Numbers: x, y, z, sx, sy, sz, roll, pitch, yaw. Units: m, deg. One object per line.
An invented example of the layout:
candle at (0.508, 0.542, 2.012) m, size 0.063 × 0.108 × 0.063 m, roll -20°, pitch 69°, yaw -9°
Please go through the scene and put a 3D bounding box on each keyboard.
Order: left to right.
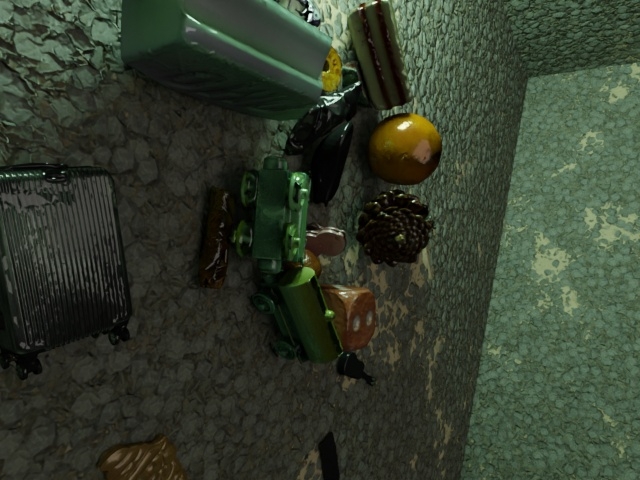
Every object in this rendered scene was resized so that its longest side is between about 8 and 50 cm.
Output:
keyboard at (0.030, 0.728, 1.467) m, size 0.074 × 0.015 × 0.196 m, roll -25°, pitch 113°, yaw -45°

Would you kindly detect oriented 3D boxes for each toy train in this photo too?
toy train at (-0.106, -0.058, 1.063) m, size 0.188 × 0.159 × 0.271 m, roll 6°, pitch 89°, yaw -82°
toy train at (-0.057, 0.203, 1.148) m, size 0.126 × 0.190 × 0.307 m, roll -41°, pitch 123°, yaw -39°

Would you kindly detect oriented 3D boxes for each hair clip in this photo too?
hair clip at (-0.006, 0.008, 1.241) m, size 0.102 × 0.138 × 0.123 m, roll -49°, pitch 137°, yaw -31°

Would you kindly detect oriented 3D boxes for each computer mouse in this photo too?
computer mouse at (0.023, -0.217, 1.271) m, size 0.147 × 0.088 × 0.264 m, roll -52°, pitch 157°, yaw -61°

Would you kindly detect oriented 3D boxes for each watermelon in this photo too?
watermelon at (0.105, -0.493, 1.395) m, size 0.187 × 0.071 × 0.139 m, roll 44°, pitch 41°, yaw -59°

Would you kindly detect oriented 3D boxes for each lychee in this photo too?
lychee at (-0.046, 0.088, 1.225) m, size 0.101 × 0.114 × 0.140 m, roll -41°, pitch 111°, yaw -34°

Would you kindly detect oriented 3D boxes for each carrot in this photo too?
carrot at (-0.232, -0.007, 1.001) m, size 0.069 × 0.069 × 0.228 m, roll 12°, pitch 83°, yaw -53°

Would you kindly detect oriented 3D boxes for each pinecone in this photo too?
pinecone at (0.250, -0.052, 1.487) m, size 0.264 × 0.264 × 0.264 m, roll -8°, pitch 100°, yaw -52°

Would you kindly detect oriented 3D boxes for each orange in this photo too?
orange at (0.278, -0.299, 1.489) m, size 0.246 × 0.246 × 0.246 m, roll -8°, pitch 100°, yaw -52°

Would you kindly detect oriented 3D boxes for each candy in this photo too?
candy at (0.190, -0.579, 1.394) m, size 0.179 × 0.135 × 0.320 m, roll -77°, pitch 151°, yaw -53°

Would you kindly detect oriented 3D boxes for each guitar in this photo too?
guitar at (0.141, 0.463, 1.562) m, size 0.271 × 0.038 × 0.083 m, roll 46°, pitch 60°, yaw -45°

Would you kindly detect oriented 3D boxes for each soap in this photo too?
soap at (-0.159, -0.365, 0.893) m, size 0.446 × 0.261 × 0.156 m, roll 0°, pitch 93°, yaw -54°

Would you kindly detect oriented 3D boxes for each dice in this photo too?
dice at (0.058, 0.222, 1.316) m, size 0.179 × 0.174 × 0.174 m, roll 6°, pitch 88°, yaw -52°

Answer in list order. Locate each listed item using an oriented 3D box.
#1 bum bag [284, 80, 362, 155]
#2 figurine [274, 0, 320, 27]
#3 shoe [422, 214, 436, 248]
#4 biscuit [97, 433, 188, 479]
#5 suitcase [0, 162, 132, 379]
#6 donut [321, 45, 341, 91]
bum bag at (0.013, -0.349, 1.244) m, size 0.340 × 0.095 × 0.144 m, roll -42°, pitch 165°, yaw -41°
figurine at (-0.105, -0.554, 1.071) m, size 0.222 × 0.145 × 0.145 m, roll -10°, pitch 102°, yaw -41°
shoe at (0.392, -0.040, 1.748) m, size 0.293 × 0.149 × 0.109 m, roll 39°, pitch 62°, yaw -46°
biscuit at (-0.354, 0.489, 0.925) m, size 0.162 × 0.035 × 0.250 m, roll -60°, pitch 138°, yaw -23°
suitcase at (-0.418, 0.035, 0.706) m, size 0.202 × 0.128 × 0.312 m, roll -15°, pitch 105°, yaw -51°
donut at (-0.005, -0.485, 1.249) m, size 0.152 × 0.058 × 0.151 m, roll -7°, pitch 98°, yaw -52°
